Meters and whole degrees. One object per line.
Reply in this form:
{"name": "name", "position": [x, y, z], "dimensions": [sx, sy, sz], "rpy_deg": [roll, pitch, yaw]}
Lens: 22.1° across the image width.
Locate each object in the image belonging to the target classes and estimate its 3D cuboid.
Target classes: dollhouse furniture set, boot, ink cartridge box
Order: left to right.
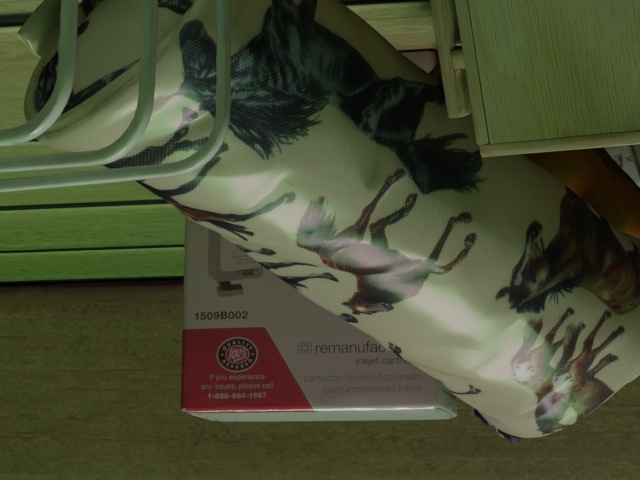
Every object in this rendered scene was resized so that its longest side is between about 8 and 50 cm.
{"name": "ink cartridge box", "position": [0.000, 0.000, 1.308], "dimensions": [0.207, 0.283, 0.117], "rpy_deg": [-2, 169, 11]}
{"name": "boot", "position": [0.170, -0.057, 1.147], "dimensions": [0.104, 0.211, 0.295], "rpy_deg": [-46, 175, 7]}
{"name": "dollhouse furniture set", "position": [0.155, -0.152, 0.853], "dimensions": [0.212, 0.161, 0.242], "rpy_deg": [-4, -166, 26]}

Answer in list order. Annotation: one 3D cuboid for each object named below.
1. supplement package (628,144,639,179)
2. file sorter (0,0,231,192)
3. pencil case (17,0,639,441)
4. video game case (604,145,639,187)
{"name": "supplement package", "position": [0.341, -0.018, 1.100], "dimensions": [0.204, 0.261, 0.145], "rpy_deg": [-22, 166, 22]}
{"name": "file sorter", "position": [-0.180, -0.123, 0.731], "dimensions": [0.193, 0.173, 0.278], "rpy_deg": [-3, 173, 26]}
{"name": "pencil case", "position": [0.020, -0.031, 0.987], "dimensions": [0.410, 0.159, 0.183], "rpy_deg": [34, 158, -27]}
{"name": "video game case", "position": [0.402, -0.066, 1.713], "dimensions": [0.270, 0.061, 0.244], "rpy_deg": [2, 172, -21]}
